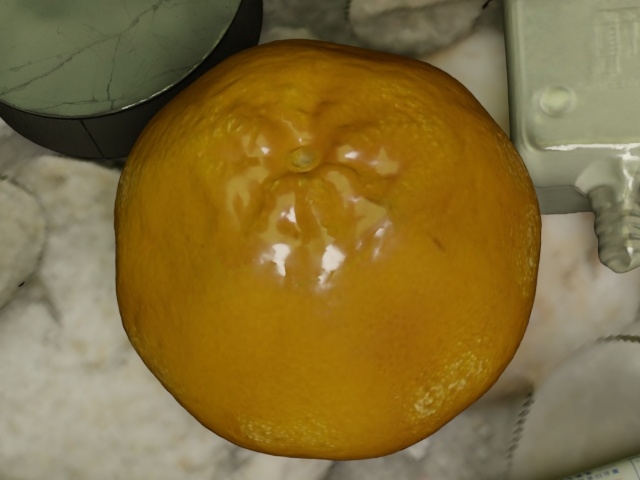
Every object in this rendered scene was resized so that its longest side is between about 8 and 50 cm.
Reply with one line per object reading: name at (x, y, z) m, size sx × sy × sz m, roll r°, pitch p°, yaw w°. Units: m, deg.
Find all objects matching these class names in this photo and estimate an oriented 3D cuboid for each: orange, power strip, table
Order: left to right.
table at (-0.092, -0.103, 0.670) m, size 0.133 × 0.043 × 0.133 m, roll -3°, pitch 67°, yaw 7°
orange at (0.000, 0.000, 0.561) m, size 0.159 × 0.136 × 0.159 m, roll -2°, pitch 69°, yaw 5°
power strip at (0.120, -0.142, 0.646) m, size 0.098 × 0.058 × 0.338 m, roll -3°, pitch 66°, yaw 7°

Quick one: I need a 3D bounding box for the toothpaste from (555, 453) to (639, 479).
toothpaste at (0.105, 0.100, 0.560) m, size 0.218 × 0.033 × 0.052 m, roll -15°, pitch 67°, yaw -1°
